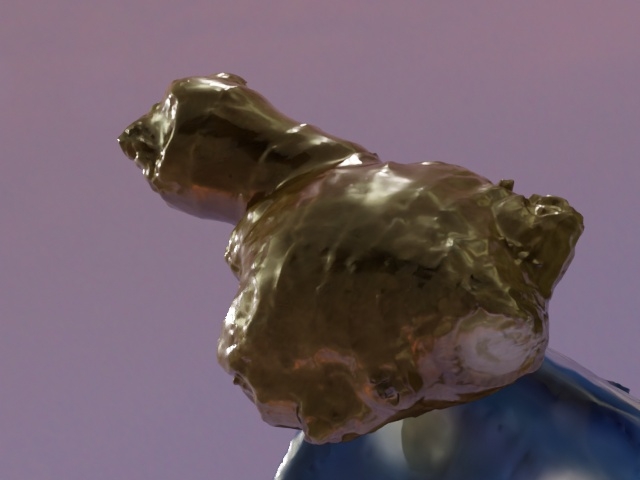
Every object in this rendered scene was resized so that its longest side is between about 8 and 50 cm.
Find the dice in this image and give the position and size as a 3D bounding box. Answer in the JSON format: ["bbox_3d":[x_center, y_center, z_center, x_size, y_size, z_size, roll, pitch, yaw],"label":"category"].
[{"bbox_3d":[0.065,0.110,0.536,0.146,0.143,0.146,30,-86,16],"label":"dice"}]

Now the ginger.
[{"bbox_3d":[-0.004,0.007,0.420,0.165,0.067,0.096,24,-111,36],"label":"ginger"}]
